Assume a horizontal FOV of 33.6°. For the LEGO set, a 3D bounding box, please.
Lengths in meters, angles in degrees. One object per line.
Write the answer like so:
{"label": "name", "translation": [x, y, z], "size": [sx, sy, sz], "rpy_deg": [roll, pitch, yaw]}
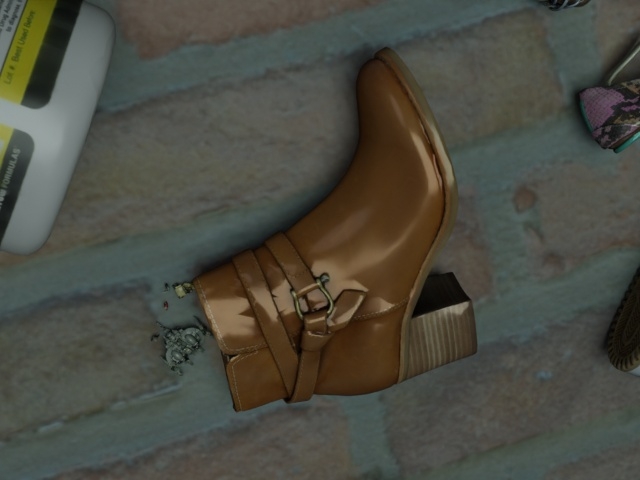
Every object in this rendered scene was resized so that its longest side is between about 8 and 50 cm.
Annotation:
{"label": "LEGO set", "translation": [-0.117, 0.077, 0.892], "size": [0.054, 0.023, 0.083], "rpy_deg": [-18, 107, -8]}

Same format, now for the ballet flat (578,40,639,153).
{"label": "ballet flat", "translation": [0.322, -0.158, 0.919], "size": [0.221, 0.077, 0.079], "rpy_deg": [-30, 88, -4]}

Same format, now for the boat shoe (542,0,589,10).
{"label": "boat shoe", "translation": [0.203, -0.225, 0.872], "size": [0.183, 0.066, 0.066], "rpy_deg": [-20, 108, -8]}

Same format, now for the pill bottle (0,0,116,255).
{"label": "pill bottle", "translation": [-0.322, -0.125, 0.711], "size": [0.333, 0.188, 0.188], "rpy_deg": [19, 98, -17]}

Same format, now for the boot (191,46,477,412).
{"label": "boot", "translation": [0.000, 0.000, 0.872], "size": [0.220, 0.109, 0.284], "rpy_deg": [-13, 113, -5]}

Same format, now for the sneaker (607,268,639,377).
{"label": "sneaker", "translation": [0.391, 0.018, 0.955], "size": [0.153, 0.099, 0.282], "rpy_deg": [24, 104, -12]}
